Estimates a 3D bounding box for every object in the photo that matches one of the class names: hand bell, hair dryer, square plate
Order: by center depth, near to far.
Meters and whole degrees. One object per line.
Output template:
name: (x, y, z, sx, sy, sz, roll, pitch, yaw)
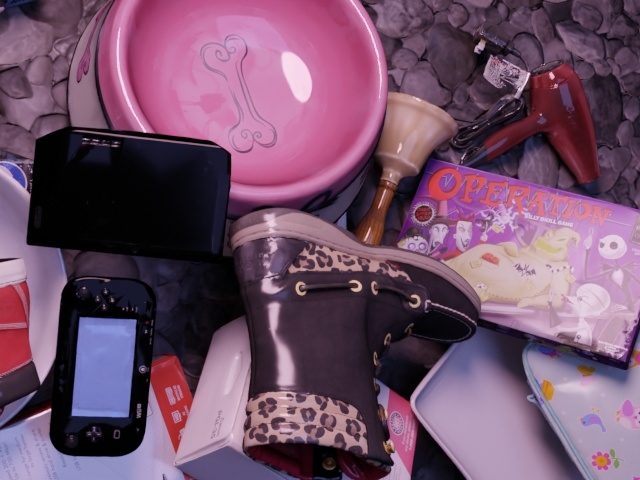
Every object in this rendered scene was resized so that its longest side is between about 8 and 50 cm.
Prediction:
hand bell: (0.086, -0.066, 1.501, 0.126, 0.126, 0.242, 28, 77, -21)
square plate: (0.286, 0.250, 1.563, 0.344, 0.049, 0.347, 54, 48, -13)
hair dryer: (0.302, -0.172, 1.651, 0.293, 0.080, 0.223, 25, 92, -16)

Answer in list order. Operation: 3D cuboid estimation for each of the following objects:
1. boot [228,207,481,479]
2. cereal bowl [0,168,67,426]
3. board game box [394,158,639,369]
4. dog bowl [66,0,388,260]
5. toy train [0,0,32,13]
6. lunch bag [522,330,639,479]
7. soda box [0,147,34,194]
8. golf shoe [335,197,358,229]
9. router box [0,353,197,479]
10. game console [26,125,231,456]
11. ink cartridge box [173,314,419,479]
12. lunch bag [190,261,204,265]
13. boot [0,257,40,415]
boot: (0.050, 0.142, 1.306, 0.377, 0.138, 0.284, 24, 52, -38)
cereal bowl: (-0.458, 0.063, 1.219, 0.339, 0.141, 0.339, 0, 91, -28)
board game box: (0.274, 0.025, 1.495, 0.208, 0.347, 0.056, -66, 155, -18)
dog bowl: (-0.099, -0.189, 1.362, 0.408, 0.150, 0.408, 5, 74, -18)
toy train: (-0.401, -0.361, 1.320, 0.105, 0.080, 0.184, -24, 94, -34)
lunch bag: (0.407, 0.212, 1.484, 0.224, 0.108, 0.279, -32, 72, 12)
soda box: (-0.377, -0.078, 1.317, 0.169, 0.060, 0.053, 20, 82, -22)
golf shoe: (0.000, 0.000, 1.484, 0.086, 0.067, 0.186, 23, 76, -24)
router box: (-0.262, 0.347, 1.329, 0.301, 0.082, 0.335, -22, 96, -25)
game console: (-0.217, 0.060, 1.215, 0.213, 0.044, 0.361, 5, 94, -8)
ink cartridge box: (-0.020, 0.241, 1.373, 0.283, 0.117, 0.207, 38, 45, -26)
lunch bag: (-0.148, -0.021, 1.419, 0.067, 0.065, 0.098, 42, 71, -4)
boot: (-0.408, 0.121, 1.121, 0.244, 0.088, 0.176, -9, 96, -32)
